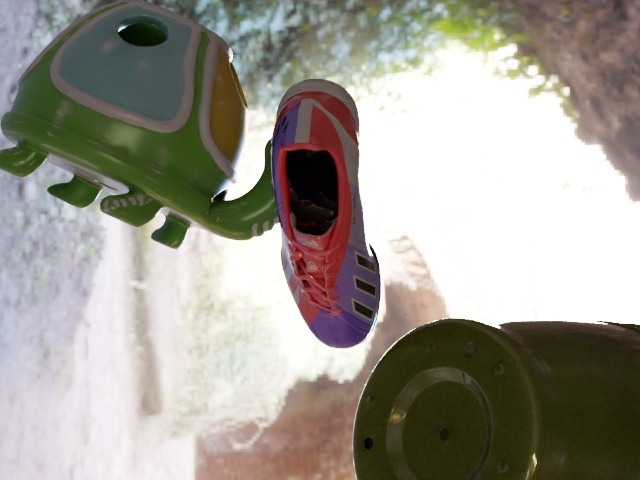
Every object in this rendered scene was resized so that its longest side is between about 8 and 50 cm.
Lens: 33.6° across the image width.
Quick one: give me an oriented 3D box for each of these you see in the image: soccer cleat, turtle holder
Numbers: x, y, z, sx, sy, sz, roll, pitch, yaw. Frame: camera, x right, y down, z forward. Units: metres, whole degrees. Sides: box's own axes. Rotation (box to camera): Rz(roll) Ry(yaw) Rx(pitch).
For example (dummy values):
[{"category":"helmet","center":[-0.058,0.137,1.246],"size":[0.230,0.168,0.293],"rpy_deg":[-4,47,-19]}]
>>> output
[{"category":"soccer cleat","center":[0.000,0.000,1.077],"size":[0.116,0.108,0.318],"rpy_deg":[-74,162,-55]},{"category":"turtle holder","center":[-0.174,-0.123,1.140],"size":[0.243,0.320,0.227],"rpy_deg":[33,79,-57]}]

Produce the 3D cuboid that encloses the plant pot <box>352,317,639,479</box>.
[{"category":"plant pot","center":[0.232,0.233,1.168],"size":[0.353,0.366,0.367],"rpy_deg":[21,56,-42]}]
